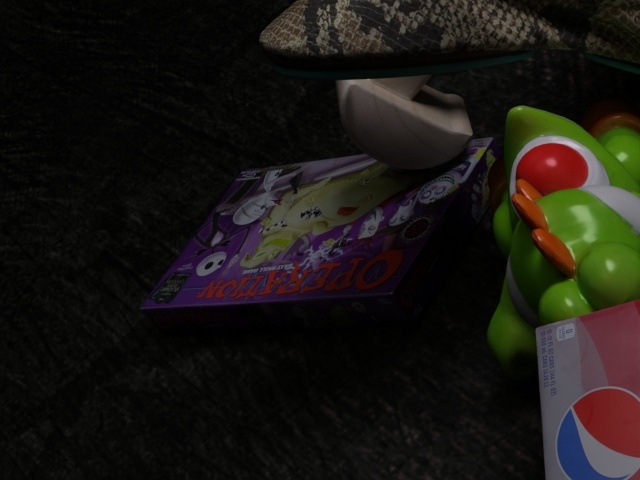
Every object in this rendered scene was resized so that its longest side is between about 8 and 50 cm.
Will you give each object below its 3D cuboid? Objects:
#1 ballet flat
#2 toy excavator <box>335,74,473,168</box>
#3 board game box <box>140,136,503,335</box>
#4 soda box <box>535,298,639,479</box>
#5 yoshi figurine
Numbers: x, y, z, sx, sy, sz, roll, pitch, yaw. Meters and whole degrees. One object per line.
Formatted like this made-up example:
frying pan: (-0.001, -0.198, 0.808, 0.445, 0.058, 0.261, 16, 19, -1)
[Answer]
ballet flat: (0.195, -0.212, 1.456, 0.482, 0.182, 0.164, 4, 22, -3)
toy excavator: (0.246, -0.269, 1.601, 0.445, 0.433, 0.222, 2, 31, -4)
board game box: (0.000, 0.000, 1.741, 0.346, 0.056, 0.208, -6, 44, 45)
soda box: (0.193, 0.173, 1.097, 0.092, 0.083, 0.263, -19, 57, 30)
yoshi figurine: (0.222, 0.027, 1.363, 0.203, 0.204, 0.362, 10, 20, 2)
